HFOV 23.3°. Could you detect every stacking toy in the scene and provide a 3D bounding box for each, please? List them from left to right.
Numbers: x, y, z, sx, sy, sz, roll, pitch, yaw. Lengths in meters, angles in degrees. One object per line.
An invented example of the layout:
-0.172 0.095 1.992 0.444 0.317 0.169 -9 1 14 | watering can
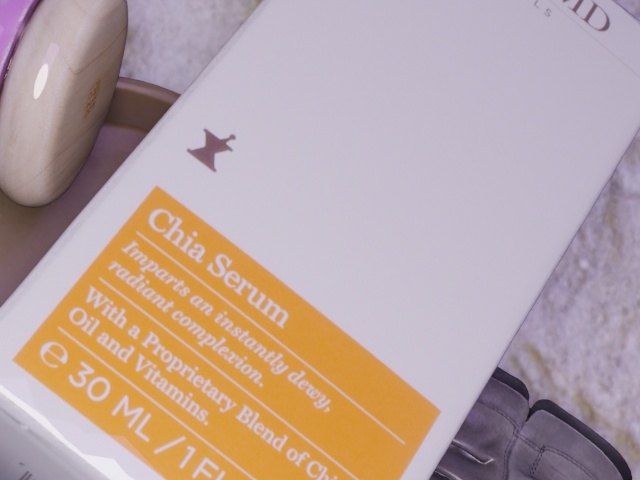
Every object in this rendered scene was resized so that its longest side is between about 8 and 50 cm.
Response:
-0.285 -0.136 0.896 0.330 0.141 0.141 20 71 3 | stacking toy

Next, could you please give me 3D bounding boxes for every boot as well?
0.147 0.231 0.989 0.338 0.118 0.223 43 63 -11 | boot

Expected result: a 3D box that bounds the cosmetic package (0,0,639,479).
0.000 0.000 0.901 0.230 0.161 0.453 38 58 -5 | cosmetic package

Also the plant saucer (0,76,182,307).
-0.138 0.033 0.970 0.277 0.041 0.278 4 77 -17 | plant saucer
